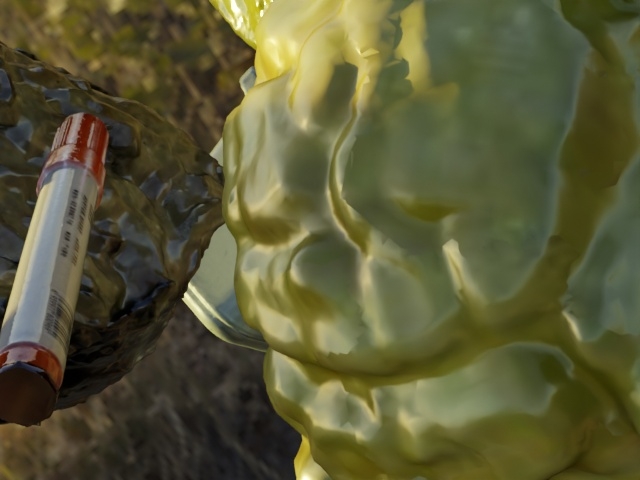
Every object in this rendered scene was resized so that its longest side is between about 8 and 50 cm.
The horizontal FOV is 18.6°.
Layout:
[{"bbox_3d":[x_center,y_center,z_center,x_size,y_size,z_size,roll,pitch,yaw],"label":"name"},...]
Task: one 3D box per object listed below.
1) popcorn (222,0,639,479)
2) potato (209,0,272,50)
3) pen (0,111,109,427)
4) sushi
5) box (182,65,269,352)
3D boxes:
[{"bbox_3d":[0.090,-0.005,0.634,0.225,0.249,0.249,-5,45,47],"label":"popcorn"},{"bbox_3d":[0.066,-0.233,1.096,0.280,0.213,0.330,-18,14,-28],"label":"potato"},{"bbox_3d":[-0.103,0.002,0.761,0.028,0.028,0.239,-25,23,9],"label":"pen"},{"bbox_3d":[-0.219,-0.023,0.972,0.171,0.350,0.211,-37,44,42],"label":"sushi"},{"bbox_3d":[0.000,0.000,1.648,0.182,0.312,0.175,-48,63,12],"label":"box"}]
